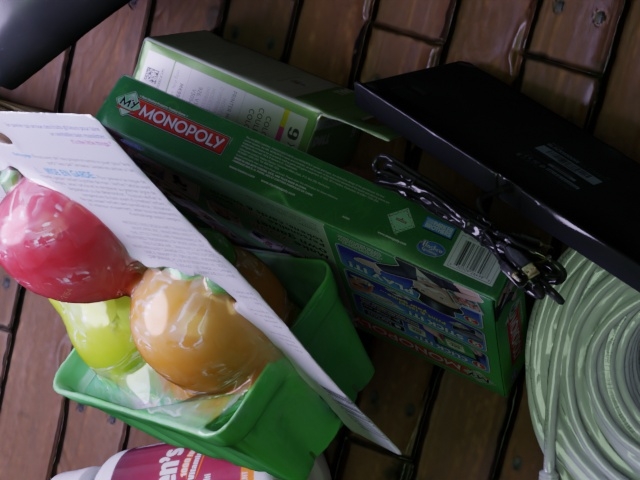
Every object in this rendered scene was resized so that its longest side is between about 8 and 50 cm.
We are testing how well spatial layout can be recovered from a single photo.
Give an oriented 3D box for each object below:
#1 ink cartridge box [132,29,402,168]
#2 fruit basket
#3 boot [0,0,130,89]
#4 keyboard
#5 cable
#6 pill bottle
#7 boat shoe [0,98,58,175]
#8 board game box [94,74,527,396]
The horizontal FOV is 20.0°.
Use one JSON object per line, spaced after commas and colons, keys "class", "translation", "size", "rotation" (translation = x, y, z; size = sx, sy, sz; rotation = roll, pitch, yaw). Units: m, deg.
{"class": "ink cartridge box", "translation": [-0.031, -0.094, 1.385], "size": [0.209, 0.109, 0.062], "rotation": [23, 107, 17]}
{"class": "fruit basket", "translation": [-0.129, 0.014, 1.308], "size": [0.327, 0.165, 0.353], "rotation": [7, 141, 52]}
{"class": "boot", "translation": [-0.076, -0.240, 1.289], "size": [0.445, 0.146, 0.367], "rotation": [-27, 55, 14]}
{"class": "keyboard", "translation": [0.139, -0.033, 1.232], "size": [0.317, 0.201, 0.033], "rotation": [36, 127, 37]}
{"class": "cable", "translation": [0.274, 0.094, 1.302], "size": [0.257, 0.089, 0.257], "rotation": [-5, 95, 23]}
{"class": "pill bottle", "translation": [-0.109, 0.220, 1.460], "size": [0.221, 0.121, 0.121], "rotation": [-12, 94, 23]}
{"class": "boat shoe", "translation": [-0.337, -0.086, 1.510], "size": [0.341, 0.110, 0.121], "rotation": [13, 103, 20]}
{"class": "board game box", "translation": [0.000, 0.000, 1.338], "size": [0.317, 0.213, 0.046], "rotation": [24, 74, 17]}
